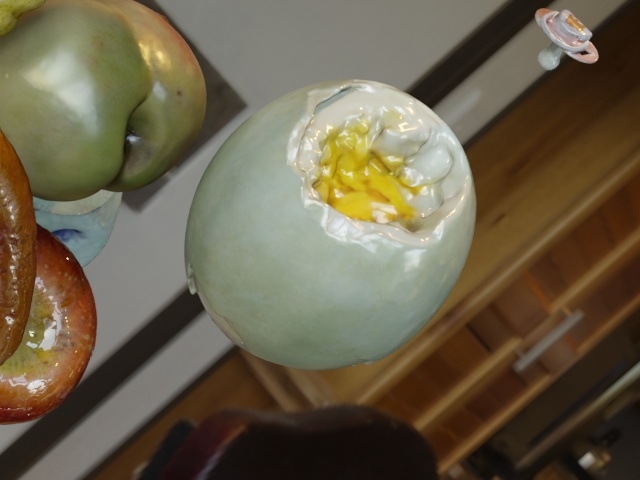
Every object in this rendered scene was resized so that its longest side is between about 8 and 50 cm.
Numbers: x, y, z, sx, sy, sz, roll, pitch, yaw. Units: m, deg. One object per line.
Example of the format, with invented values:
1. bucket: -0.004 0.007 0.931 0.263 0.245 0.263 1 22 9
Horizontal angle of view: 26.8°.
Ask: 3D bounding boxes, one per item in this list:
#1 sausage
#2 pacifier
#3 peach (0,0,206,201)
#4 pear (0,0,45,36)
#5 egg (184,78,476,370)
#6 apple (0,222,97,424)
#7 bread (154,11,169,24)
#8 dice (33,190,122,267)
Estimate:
1. sausage: -0.349 -0.006 1.413 0.076 0.103 0.302 35 -47 41
2. pacifier: 0.299 -0.247 1.695 0.081 0.078 0.099 -19 63 -46
3. peach: -0.287 -0.175 1.574 0.292 0.292 0.247 50 -34 36
4. pear: -0.356 -0.294 1.379 0.178 0.178 0.178 49 2 -3
5. egg: 0.000 0.000 1.391 0.278 0.278 0.336 49 -39 10
6. apple: -0.412 0.095 1.653 0.272 0.251 0.206 48 -25 -26
7. bread: -0.246 -0.286 1.826 0.085 0.085 0.053 37 49 -79
8. dice: -0.460 -0.103 1.997 0.265 0.262 0.268 6 63 -32
